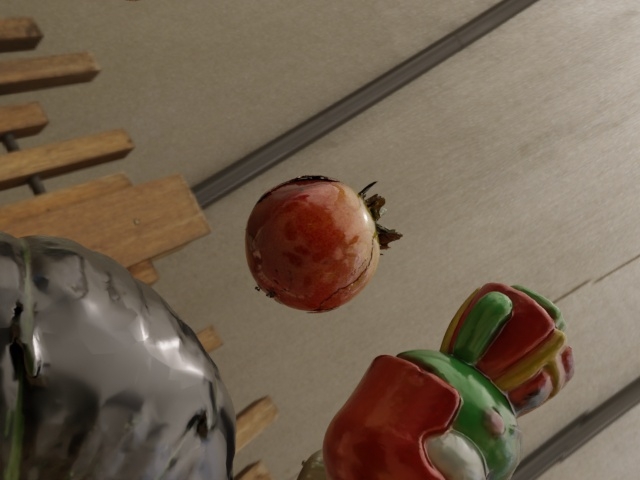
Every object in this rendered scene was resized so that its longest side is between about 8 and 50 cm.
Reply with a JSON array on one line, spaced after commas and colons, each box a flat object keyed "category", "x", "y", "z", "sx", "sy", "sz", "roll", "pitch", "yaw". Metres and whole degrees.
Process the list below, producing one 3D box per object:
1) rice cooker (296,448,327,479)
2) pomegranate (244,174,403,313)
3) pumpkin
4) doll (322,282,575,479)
[{"category": "rice cooker", "x": 0.006, "y": 0.468, "z": 1.266, "sx": 0.127, "sy": 0.145, "sz": 0.206, "roll": 24, "pitch": -94, "yaw": 21}, {"category": "pomegranate", "x": 0.000, "y": 0.000, "z": 1.085, "sx": 0.235, "sy": 0.210, "sz": 0.210, "roll": -20, "pitch": -90, "yaw": -8}, {"category": "pumpkin", "x": -0.206, "y": 0.126, "z": 0.459, "sx": 0.295, "sy": 0.296, "sz": 0.296, "roll": 11, "pitch": -68, "yaw": 30}, {"category": "doll", "x": 0.090, "y": 0.190, "z": 0.656, "sx": 0.160, "sy": 0.363, "sz": 0.183, "roll": 25, "pitch": -30, "yaw": 32}]
